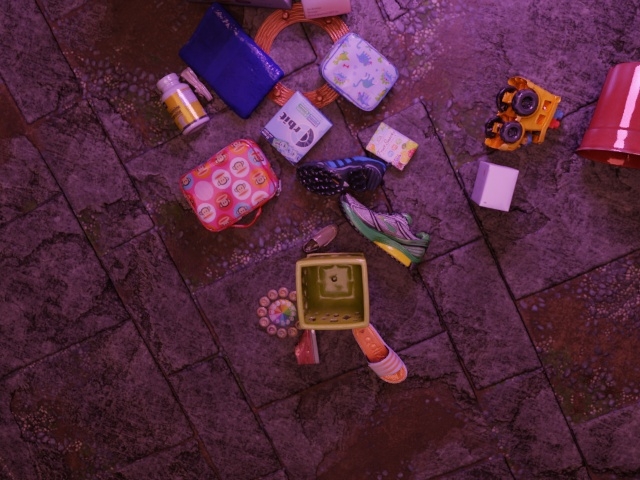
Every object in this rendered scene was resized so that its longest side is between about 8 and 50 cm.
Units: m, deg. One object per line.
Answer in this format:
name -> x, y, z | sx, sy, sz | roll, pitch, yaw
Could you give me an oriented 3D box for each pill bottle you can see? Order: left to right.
pill bottle -> -0.449, -0.442, 1.926 | 0.103, 0.103, 0.184 | -32, 96, 10

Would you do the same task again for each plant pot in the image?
plant pot -> 0.046, 0.151, 1.945 | 0.227, 0.207, 0.228 | -2, 101, 6
plant pot -> 0.925, -0.365, 1.751 | 0.272, 0.272, 0.265 | 13, 94, 3

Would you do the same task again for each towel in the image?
towel -> -0.279, -0.566, 1.891 | 0.308, 0.076, 0.227 | 46, 123, -5

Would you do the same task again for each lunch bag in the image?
lunch bag -> -0.286, -0.167, 1.957 | 0.293, 0.120, 0.258 | -30, 98, 9
lunch bag -> 0.114, -0.521, 1.848 | 0.219, 0.090, 0.176 | 34, 101, -19

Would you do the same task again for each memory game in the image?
memory game -> -0.132, 0.253, 2.079 | 0.186, 0.012, 0.186 | 1, 101, 5

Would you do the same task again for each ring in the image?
ring -> -0.057, -0.585, 1.901 | 0.336, 0.032, 0.337 | 1, 100, 5

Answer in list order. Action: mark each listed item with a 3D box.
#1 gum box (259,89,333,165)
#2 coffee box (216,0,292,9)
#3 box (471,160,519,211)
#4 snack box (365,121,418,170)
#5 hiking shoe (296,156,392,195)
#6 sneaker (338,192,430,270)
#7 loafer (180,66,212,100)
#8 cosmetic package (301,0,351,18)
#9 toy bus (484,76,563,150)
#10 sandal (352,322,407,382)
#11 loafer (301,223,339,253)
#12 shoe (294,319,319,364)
gum box -> -0.078, -0.363, 1.924 | 0.157, 0.041, 0.184 | 43, 109, -9
coffee box -> -0.264, -0.877, 1.696 | 0.337, 0.334, 0.338 | 6, 101, 7
box -> 0.541, -0.171, 1.856 | 0.091, 0.170, 0.130 | 12, 103, 3
snack box -> 0.231, -0.304, 1.925 | 0.141, 0.037, 0.100 | 32, 101, -1
hiking shoe -> 0.070, -0.213, 1.927 | 0.304, 0.132, 0.113 | 7, 118, 26
sneaker -> 0.204, -0.053, 1.944 | 0.343, 0.134, 0.146 | 34, 95, -11
loafer -> -0.403, -0.501, 1.932 | 0.039, 0.045, 0.125 | -40, 106, -7
cosmetic package -> 0.000, -0.814, 1.721 | 0.153, 0.129, 0.296 | -7, 140, 8
toy bus -> 0.642, -0.367, 1.837 | 0.211, 0.149, 0.220 | 16, 105, -14
sandal -> 0.195, 0.396, 2.045 | 0.102, 0.076, 0.265 | -37, 96, 11
loafer -> 0.000, 0.000, 1.999 | 0.148, 0.050, 0.056 | -39, 96, 11
shoe -> -0.053, 0.349, 2.064 | 0.081, 0.063, 0.178 | -7, 105, 1
